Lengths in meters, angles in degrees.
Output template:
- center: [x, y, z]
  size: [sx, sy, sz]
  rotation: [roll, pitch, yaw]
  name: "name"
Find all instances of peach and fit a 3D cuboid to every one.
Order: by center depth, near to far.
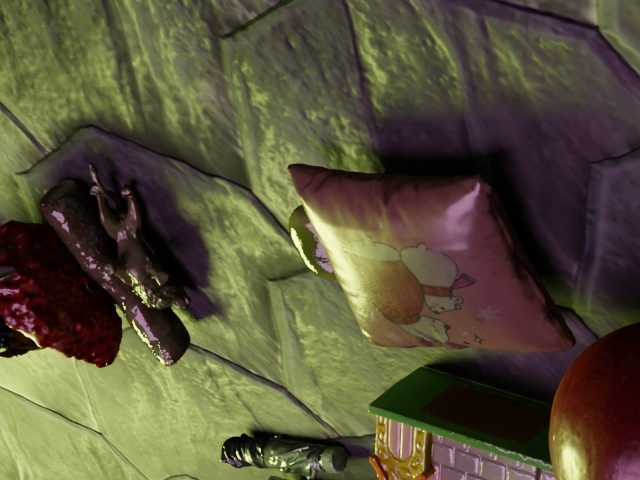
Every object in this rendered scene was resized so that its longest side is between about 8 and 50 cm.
- center: [0.311, 0.180, 1.280]
  size: [0.243, 0.199, 0.243]
  rotation: [16, 136, 16]
  name: "peach"

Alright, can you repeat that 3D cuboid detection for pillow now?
- center: [0.098, 0.018, 1.379]
  size: [0.236, 0.084, 0.223]
  rotation: [3, 134, 37]
  name: "pillow"

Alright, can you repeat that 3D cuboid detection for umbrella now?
- center: [-0.044, 0.270, 1.878]
  size: [0.188, 0.046, 0.050]
  rotation: [-3, 135, 39]
  name: "umbrella"

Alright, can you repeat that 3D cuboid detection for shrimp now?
- center: [-0.416, 0.060, 1.825]
  size: [0.222, 0.054, 0.290]
  rotation: [42, -174, -4]
  name: "shrimp"

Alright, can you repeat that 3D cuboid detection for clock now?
- center: [0.166, 0.289, 1.547]
  size: [0.220, 0.106, 0.255]
  rotation: [14, 115, 31]
  name: "clock"

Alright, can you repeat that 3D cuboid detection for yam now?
- center: [-0.234, 0.040, 1.745]
  size: [0.061, 0.061, 0.253]
  rotation: [-5, 128, 47]
  name: "yam"

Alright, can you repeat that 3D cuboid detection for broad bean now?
- center: [0.000, 0.000, 1.489]
  size: [0.063, 0.045, 0.083]
  rotation: [-19, 111, 51]
  name: "broad bean"

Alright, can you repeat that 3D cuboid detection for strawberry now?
- center: [-0.304, 0.054, 1.795]
  size: [0.236, 0.111, 0.190]
  rotation: [37, -172, -44]
  name: "strawberry"

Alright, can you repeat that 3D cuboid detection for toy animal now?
- center: [-0.211, 0.005, 1.666]
  size: [0.069, 0.086, 0.220]
  rotation: [-18, 123, 6]
  name: "toy animal"

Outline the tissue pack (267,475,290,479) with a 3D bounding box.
- center: [0.096, 0.469, 1.889]
  size: [0.388, 0.162, 0.287]
  rotation: [10, 139, 37]
  name: "tissue pack"
